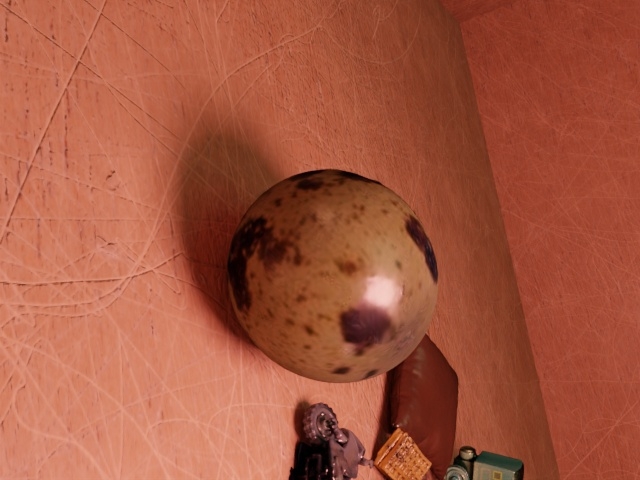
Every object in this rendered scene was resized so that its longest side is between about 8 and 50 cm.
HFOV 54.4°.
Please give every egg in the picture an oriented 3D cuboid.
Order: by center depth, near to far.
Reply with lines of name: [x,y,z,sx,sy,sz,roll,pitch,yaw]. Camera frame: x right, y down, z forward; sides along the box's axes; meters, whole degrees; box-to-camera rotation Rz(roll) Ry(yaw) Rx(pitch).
egg: [0.030,0.072,1.064,0.428,0.345,0.345,57,32,-48]

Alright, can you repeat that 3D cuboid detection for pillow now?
pillow: [0.267,0.408,1.599,0.305,0.108,0.308,51,41,-37]

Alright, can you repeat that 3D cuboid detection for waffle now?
waffle: [0.188,0.509,1.428,0.102,0.042,0.148,-46,127,-16]

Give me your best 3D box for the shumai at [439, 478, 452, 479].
shumai: [0.308,0.678,1.498,0.175,0.206,0.166,-76,153,-78]

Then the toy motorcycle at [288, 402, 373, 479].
toy motorcycle: [0.020,0.440,1.137,0.159,0.106,0.270,37,42,-42]

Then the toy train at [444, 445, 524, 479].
toy train: [0.418,0.695,1.622,0.120,0.194,0.298,-3,98,-62]
